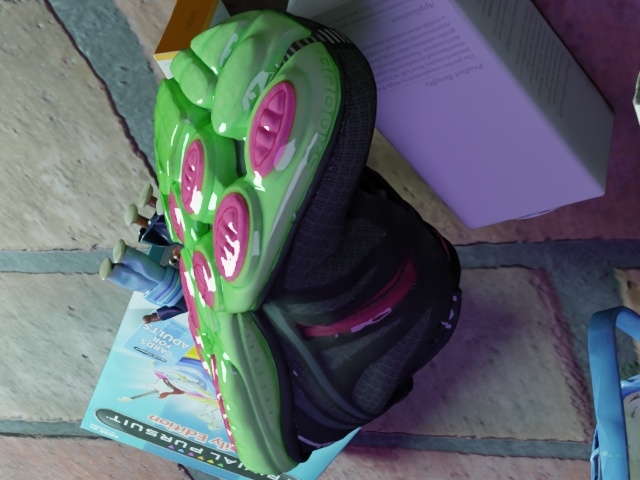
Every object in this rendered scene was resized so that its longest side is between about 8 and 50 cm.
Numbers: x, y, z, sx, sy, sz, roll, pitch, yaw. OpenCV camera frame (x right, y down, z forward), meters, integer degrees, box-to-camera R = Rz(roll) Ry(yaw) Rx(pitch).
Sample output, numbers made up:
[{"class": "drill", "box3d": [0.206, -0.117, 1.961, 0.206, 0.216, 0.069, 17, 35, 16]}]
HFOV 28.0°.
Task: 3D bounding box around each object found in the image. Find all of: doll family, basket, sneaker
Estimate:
[{"class": "doll family", "box3d": [-0.097, -0.003, 1.070, 0.111, 0.076, 0.193, 26, 130, -29]}, {"class": "basket", "box3d": [0.315, 0.206, 1.082, 0.201, 0.255, 0.289, -19, 151, 41]}, {"class": "sneaker", "box3d": [0.000, 0.000, 0.927, 0.202, 0.185, 0.483, -19, 151, -11]}]

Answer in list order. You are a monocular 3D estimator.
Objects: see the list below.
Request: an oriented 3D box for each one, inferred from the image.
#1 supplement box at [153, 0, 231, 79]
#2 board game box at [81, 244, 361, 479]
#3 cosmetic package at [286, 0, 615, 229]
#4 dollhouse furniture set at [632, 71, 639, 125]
[{"class": "supplement box", "box3d": [-0.079, -0.124, 0.942, 0.036, 0.062, 0.098, -4, 139, 25]}, {"class": "board game box", "box3d": [-0.084, 0.136, 1.284, 0.253, 0.079, 0.336, 21, 144, -7]}, {"class": "cosmetic package", "box3d": [0.094, -0.114, 0.870, 0.117, 0.085, 0.231, -14, 137, 36]}, {"class": "dollhouse furniture set", "box3d": [0.377, -0.103, 0.583, 0.394, 0.256, 0.362, 3, 144, 30]}]
